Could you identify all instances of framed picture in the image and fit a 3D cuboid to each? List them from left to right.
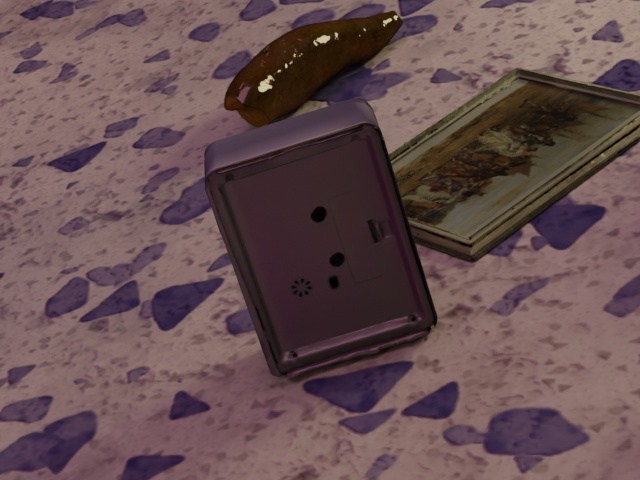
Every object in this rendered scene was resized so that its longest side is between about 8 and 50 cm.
[{"bbox_3d":[0.162,-0.080,1.631,0.274,0.017,0.217,-35,33,-28],"label":"framed picture"}]

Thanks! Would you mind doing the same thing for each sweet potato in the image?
[{"bbox_3d":[-0.012,-0.188,1.867,0.077,0.077,0.244,12,38,43],"label":"sweet potato"}]

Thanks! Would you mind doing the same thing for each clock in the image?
[{"bbox_3d":[-0.001,0.001,1.409,0.145,0.193,0.073,-17,27,2],"label":"clock"}]
